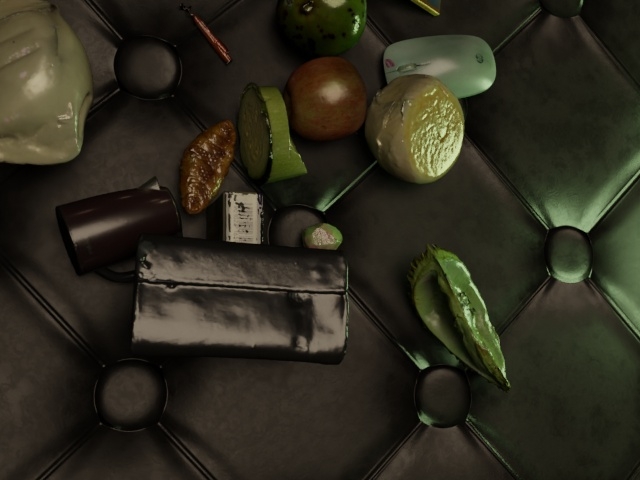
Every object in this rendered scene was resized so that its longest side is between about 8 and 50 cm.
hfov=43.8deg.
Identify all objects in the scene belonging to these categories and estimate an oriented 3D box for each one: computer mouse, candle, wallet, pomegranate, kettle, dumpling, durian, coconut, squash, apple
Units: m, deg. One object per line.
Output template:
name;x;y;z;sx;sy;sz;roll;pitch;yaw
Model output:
computer mouse;0.295;-0.419;1.919;0.289;0.097;0.159;-8;86;-21
candle;-0.255;-0.469;1.790;0.026;0.021;0.167;-39;96;1
wallet;-0.147;0.113;1.503;0.406;0.062;0.228;5;80;-17
pomegranate;0.017;-0.519;1.811;0.263;0.211;0.211;-18;87;-61
kettle;-0.394;-0.011;1.619;0.232;0.144;0.202;-19;107;-22
dumpling;-0.608;-0.324;1.552;0.316;0.233;0.394;-5;69;-16
durian;0.335;0.170;1.791;0.163;0.198;0.394;-30;93;-21
coconut;0.000;0.000;1.772;0.082;0.081;0.083;42;37;3
squash;-0.096;-0.231;1.702;0.133;0.220;0.220;-10;85;-15
apple;0.009;-0.311;1.765;0.174;0.188;0.188;-9;85;-14

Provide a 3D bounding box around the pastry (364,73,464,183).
pastry;0.219;-0.257;1.817;0.265;0.133;0.264;-13;112;-35

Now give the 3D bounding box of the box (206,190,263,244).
box;-0.180;0.065;1.638;0.084;0.198;0.310;2;81;-18

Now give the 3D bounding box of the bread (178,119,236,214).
bread;-0.253;-0.157;1.714;0.105;0.076;0.233;29;67;-24

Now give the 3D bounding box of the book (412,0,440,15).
book;0.177;-0.724;1.878;0.374;0.028;0.262;17;75;-44

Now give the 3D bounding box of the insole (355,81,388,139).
insole;0.144;-0.316;1.904;0.064;0.004;0.188;40;72;-8
